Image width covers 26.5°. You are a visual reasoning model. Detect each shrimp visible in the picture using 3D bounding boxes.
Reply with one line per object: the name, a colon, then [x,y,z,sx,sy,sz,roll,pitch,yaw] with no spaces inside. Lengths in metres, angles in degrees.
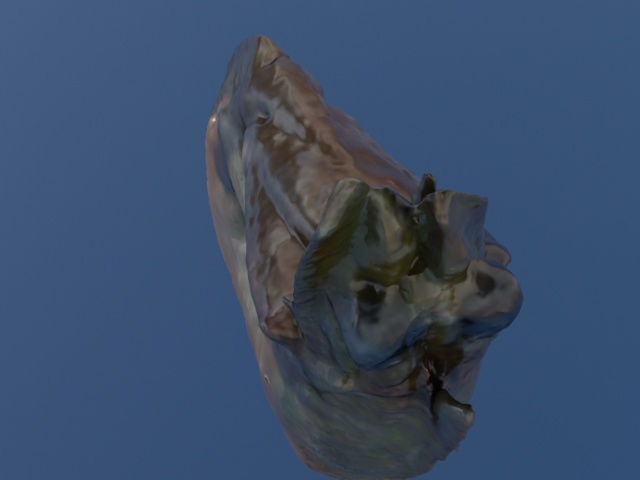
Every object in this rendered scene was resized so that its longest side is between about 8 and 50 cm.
shrimp: [0.000,0.000,0.453,0.077,0.317,0.168,-22,-97,-12]
